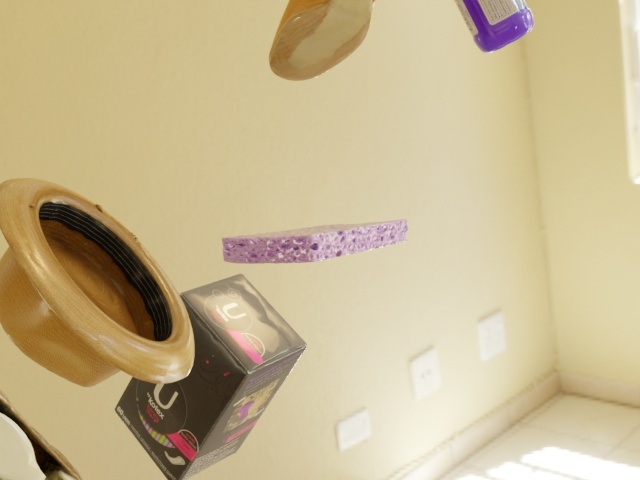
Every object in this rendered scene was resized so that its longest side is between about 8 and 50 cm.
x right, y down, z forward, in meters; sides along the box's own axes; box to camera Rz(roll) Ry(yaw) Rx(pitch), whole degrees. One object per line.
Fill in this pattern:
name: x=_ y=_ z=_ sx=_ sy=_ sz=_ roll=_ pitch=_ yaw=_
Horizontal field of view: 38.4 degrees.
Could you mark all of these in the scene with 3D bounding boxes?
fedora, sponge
fedora: x=-0.181 y=0.043 z=0.680 sx=0.079 sy=0.194 sz=0.194 roll=-42 pitch=7 yaw=14
sponge: x=0.000 y=0.000 z=1.035 sx=0.117 sy=0.031 sz=0.210 roll=-2 pitch=4 yaw=33

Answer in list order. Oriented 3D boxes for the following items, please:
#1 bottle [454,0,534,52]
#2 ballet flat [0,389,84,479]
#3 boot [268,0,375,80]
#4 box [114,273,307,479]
bottle: x=0.212 y=-0.414 z=1.335 sx=0.092 sy=0.283 sz=0.118 roll=-26 pitch=8 yaw=17
ballet flat: x=-0.297 y=0.226 z=0.891 sx=0.124 sy=0.342 sz=0.116 roll=12 pitch=47 yaw=40
boot: x=0.019 y=-0.370 z=1.207 sx=0.104 sy=0.211 sz=0.295 roll=15 pitch=-41 yaw=-28
box: x=-0.170 y=0.209 z=1.388 sx=0.165 sy=0.270 sz=0.143 roll=45 pitch=33 yaw=20
